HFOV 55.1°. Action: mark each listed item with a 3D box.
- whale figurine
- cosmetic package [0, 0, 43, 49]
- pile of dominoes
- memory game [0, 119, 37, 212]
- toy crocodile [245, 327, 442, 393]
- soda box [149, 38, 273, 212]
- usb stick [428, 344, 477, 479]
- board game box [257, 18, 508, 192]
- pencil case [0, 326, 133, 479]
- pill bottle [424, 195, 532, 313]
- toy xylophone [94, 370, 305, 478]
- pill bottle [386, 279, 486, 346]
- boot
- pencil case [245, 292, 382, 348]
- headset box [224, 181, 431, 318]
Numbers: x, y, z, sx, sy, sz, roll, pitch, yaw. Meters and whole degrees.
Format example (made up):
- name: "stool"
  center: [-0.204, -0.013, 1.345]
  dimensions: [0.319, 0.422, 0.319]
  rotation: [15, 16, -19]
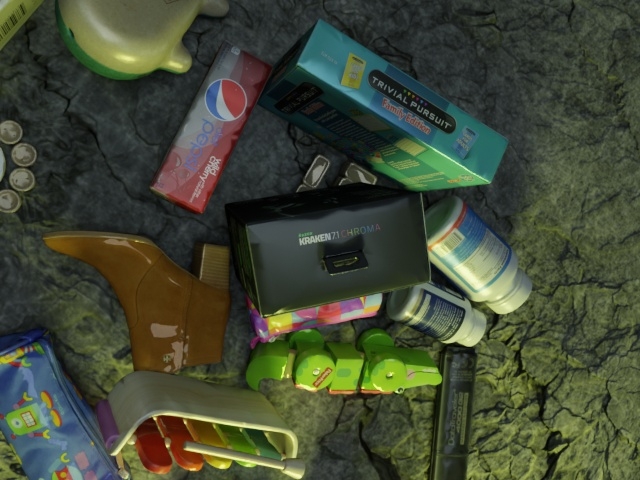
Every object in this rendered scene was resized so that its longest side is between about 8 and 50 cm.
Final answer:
- name: "whale figurine"
  center: [-0.271, -0.347, 0.936]
  dimensions: [0.272, 0.141, 0.216]
  rotation: [-41, 105, -38]
- name: "cosmetic package"
  center: [-0.557, -0.402, 0.831]
  dimensions: [0.309, 0.113, 0.160]
  rotation: [40, 79, -15]
- name: "pile of dominoes"
  center: [0.019, -0.013, 1.087]
  dimensions: [0.196, 0.040, 0.251]
  rotation: [30, 91, -18]
- name: "memory game"
  center: [-0.518, -0.112, 0.904]
  dimensions: [0.186, 0.012, 0.186]
  rotation: [-1, 92, -18]
- name: "toy crocodile"
  center: [0.043, 0.217, 1.050]
  dimensions: [0.340, 0.115, 0.105]
  rotation: [6, 109, -17]
- name: "soda box"
  center: [-0.175, -0.177, 0.980]
  dimensions: [0.092, 0.083, 0.263]
  rotation: [27, 84, -17]
- name: "usb stick"
  center: [0.250, 0.338, 1.158]
  dimensions: [0.077, 0.045, 0.278]
  rotation: [5, 90, -12]
- name: "board game box"
  center: [0.085, -0.193, 0.977]
  dimensions: [0.336, 0.254, 0.079]
  rotation: [28, 82, -17]
- name: "pencil case"
  center: [-0.389, 0.272, 0.900]
  dimensions: [0.133, 0.119, 0.306]
  rotation: [-24, 100, 9]
- name: "pill bottle"
  center: [0.278, 0.032, 1.117]
  dimensions: [0.221, 0.124, 0.124]
  rotation: [42, 79, -16]
- name: "toy xylophone"
  center: [-0.161, 0.284, 0.906]
  dimensions: [0.322, 0.236, 0.081]
  rotation: [22, 96, -26]
- name: "pill bottle"
  center: [0.213, 0.130, 1.113]
  dimensions: [0.169, 0.094, 0.094]
  rotation: [26, 83, -17]
- name: "boot"
  center: [-0.280, 0.097, 0.942]
  dimensions: [0.295, 0.104, 0.211]
  rotation: [8, 89, -23]
- name: "pencil case"
  center: [-0.014, 0.103, 1.025]
  dimensions: [0.236, 0.104, 0.104]
  rotation: [-14, 96, -12]
- name: "headset box"
  center: [0.000, 0.000, 0.915]
  dimensions: [0.246, 0.283, 0.131]
  rotation: [-11, 101, -14]
